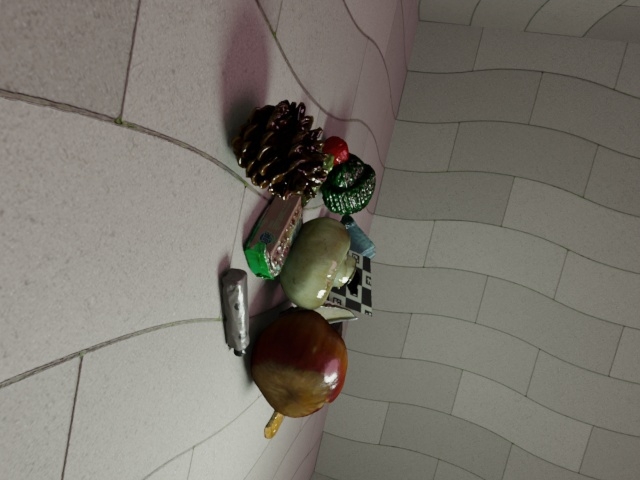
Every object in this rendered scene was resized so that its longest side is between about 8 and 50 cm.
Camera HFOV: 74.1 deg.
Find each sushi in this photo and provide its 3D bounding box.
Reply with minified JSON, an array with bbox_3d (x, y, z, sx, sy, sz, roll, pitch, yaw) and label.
[{"bbox_3d":[0.051,0.165,1.864,0.100,0.373,0.296,-37,-140,45],"label":"sushi"}]

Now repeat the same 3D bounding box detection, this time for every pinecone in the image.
[{"bbox_3d":[-0.092,-0.223,1.086,0.257,0.244,0.243,53,35,-15],"label":"pinecone"}]

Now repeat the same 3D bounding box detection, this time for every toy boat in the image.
[{"bbox_3d":[-0.038,0.315,1.772,0.276,0.294,0.111,38,30,-51],"label":"toy boat"}]

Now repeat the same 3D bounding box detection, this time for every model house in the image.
[{"bbox_3d":[0.065,0.096,2.095,0.329,0.251,0.295,-39,171,-30],"label":"model house"}]

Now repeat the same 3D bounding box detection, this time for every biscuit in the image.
[{"bbox_3d":[-0.216,0.883,2.065,0.224,0.033,0.144,-41,142,-65],"label":"biscuit"}]

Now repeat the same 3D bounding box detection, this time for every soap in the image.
[{"bbox_3d":[-0.138,-0.018,1.376,0.217,0.098,0.273,84,25,-53],"label":"soap"}]

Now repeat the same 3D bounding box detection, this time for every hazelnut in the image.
[{"bbox_3d":[-0.065,0.448,1.563,0.409,0.360,0.359,94,17,-47],"label":"hazelnut"}]

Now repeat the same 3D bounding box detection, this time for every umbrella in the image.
[{"bbox_3d":[-0.247,0.225,1.260,0.073,0.067,0.337,-42,146,-46],"label":"umbrella"}]

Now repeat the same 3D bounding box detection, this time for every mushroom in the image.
[{"bbox_3d":[-0.013,0.084,1.559,0.352,0.261,0.352,-61,-167,25],"label":"mushroom"}]

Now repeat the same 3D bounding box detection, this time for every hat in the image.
[{"bbox_3d":[0.109,-0.296,1.816,0.274,0.243,0.332,-78,159,-49],"label":"hat"}]

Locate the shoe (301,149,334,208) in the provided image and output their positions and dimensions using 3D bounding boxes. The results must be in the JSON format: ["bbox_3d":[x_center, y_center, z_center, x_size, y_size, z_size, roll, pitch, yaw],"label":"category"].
[{"bbox_3d":[-0.044,-0.215,1.496,0.262,0.128,0.140,-51,170,31],"label":"shoe"}]

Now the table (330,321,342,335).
[{"bbox_3d":[0.031,0.509,2.355,0.169,0.173,0.193,89,21,-43],"label":"table"}]
